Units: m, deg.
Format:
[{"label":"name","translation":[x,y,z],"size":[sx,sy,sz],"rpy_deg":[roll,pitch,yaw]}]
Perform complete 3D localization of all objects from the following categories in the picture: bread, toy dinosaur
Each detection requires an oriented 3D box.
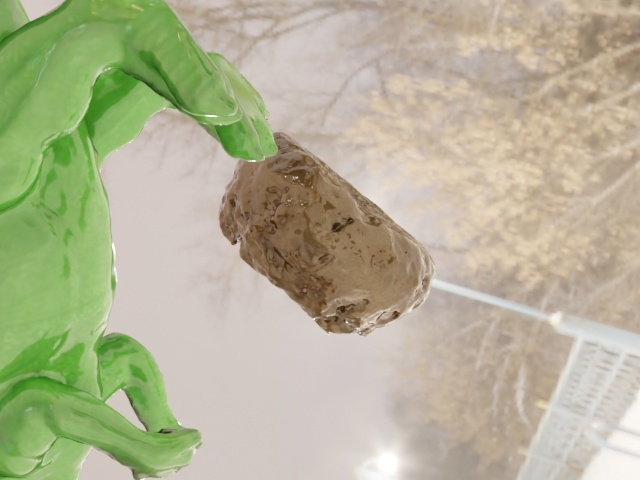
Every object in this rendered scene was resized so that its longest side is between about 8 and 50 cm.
[{"label":"bread","translation":[0.000,0.000,0.997],"size":[0.123,0.230,0.230],"rpy_deg":[-50,-10,8]},{"label":"toy dinosaur","translation":[-0.231,-0.034,0.501],"size":[0.374,0.500,0.144],"rpy_deg":[-42,11,13]}]
